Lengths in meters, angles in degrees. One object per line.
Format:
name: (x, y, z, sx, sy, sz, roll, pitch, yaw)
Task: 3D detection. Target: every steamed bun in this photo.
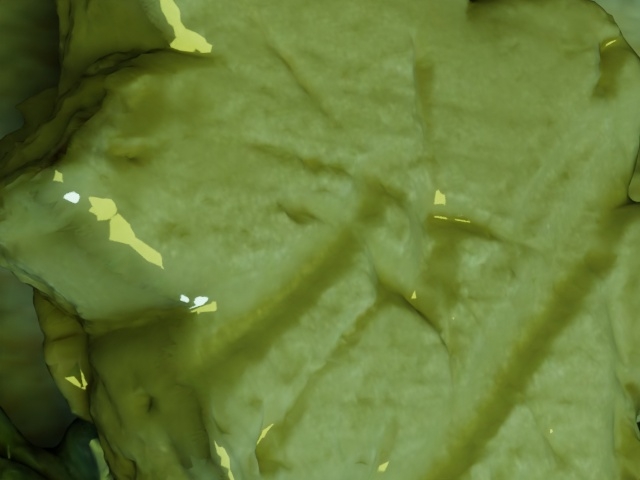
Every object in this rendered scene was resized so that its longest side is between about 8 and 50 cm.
steamed bun: (0.000, 0.000, 0.616, 0.295, 0.137, 0.292, -3, 78, -36)

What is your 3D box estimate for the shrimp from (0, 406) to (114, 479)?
shrimp: (-0.083, 0.249, 0.653, 0.272, 0.085, 0.445, -20, 102, 10)
